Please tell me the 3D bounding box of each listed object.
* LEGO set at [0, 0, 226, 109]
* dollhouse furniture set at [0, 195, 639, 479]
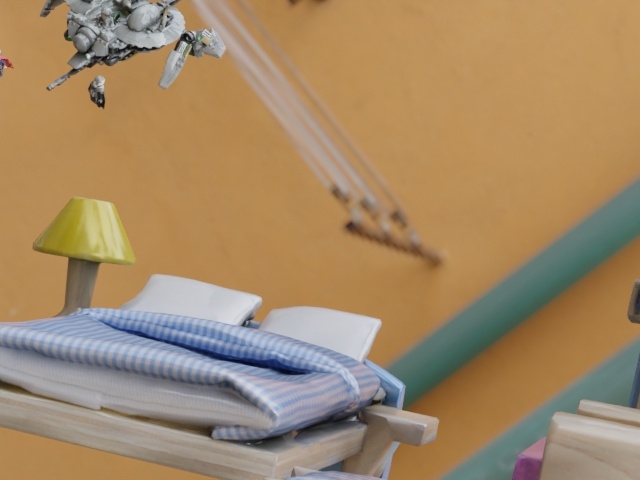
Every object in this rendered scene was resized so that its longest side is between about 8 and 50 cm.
[{"bbox_3d":[-0.068,-0.062,0.458,0.023,0.083,0.054,101,-28,-47],"label":"LEGO set"},{"bbox_3d":[0.000,0.000,0.562,0.303,0.198,0.286,11,0,15],"label":"dollhouse furniture set"}]
